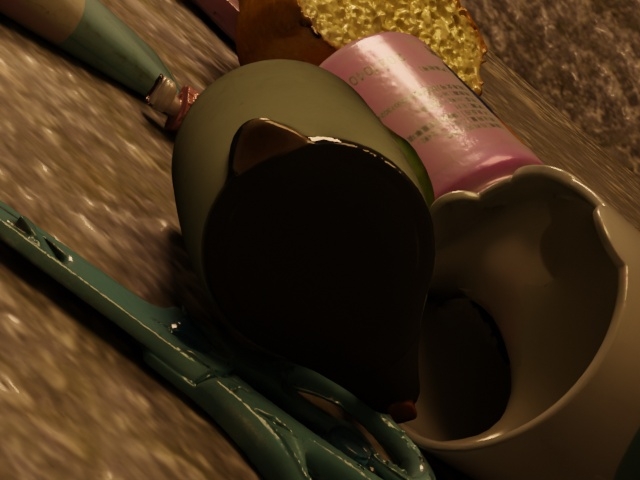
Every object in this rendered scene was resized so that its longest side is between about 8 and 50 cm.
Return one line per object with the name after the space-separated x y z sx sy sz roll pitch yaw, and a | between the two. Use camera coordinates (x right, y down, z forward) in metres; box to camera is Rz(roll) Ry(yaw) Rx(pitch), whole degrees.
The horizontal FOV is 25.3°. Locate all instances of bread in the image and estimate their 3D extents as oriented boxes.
0.017 -0.218 1.531 0.340 0.179 0.194 24 56 -44 | bread

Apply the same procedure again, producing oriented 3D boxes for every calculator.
-0.063 -0.253 1.746 0.194 0.043 0.294 45 14 19 | calculator

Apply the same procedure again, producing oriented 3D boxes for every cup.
0.173 0.095 1.084 0.257 0.219 0.289 35 -16 -35 | cup

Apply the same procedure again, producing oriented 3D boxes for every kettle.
0.000 0.000 0.967 0.240 0.165 0.255 62 -1 -18 | kettle

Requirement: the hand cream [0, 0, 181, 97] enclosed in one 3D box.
-0.228 -0.199 1.235 0.312 0.070 0.111 36 13 -40 | hand cream

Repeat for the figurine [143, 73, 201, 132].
-0.095 -0.099 1.257 0.129 0.054 0.072 26 6 -20 | figurine

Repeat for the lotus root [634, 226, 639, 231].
0.389 0.051 1.778 0.138 0.138 0.214 41 17 4 | lotus root

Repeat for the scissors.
-0.073 0.071 0.886 0.393 0.032 0.180 37 16 -9 | scissors

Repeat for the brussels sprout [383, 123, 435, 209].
0.009 -0.041 1.179 0.181 0.144 0.161 49 50 -9 | brussels sprout

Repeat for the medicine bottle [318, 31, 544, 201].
0.111 -0.046 1.329 0.178 0.178 0.291 17 27 -52 | medicine bottle
